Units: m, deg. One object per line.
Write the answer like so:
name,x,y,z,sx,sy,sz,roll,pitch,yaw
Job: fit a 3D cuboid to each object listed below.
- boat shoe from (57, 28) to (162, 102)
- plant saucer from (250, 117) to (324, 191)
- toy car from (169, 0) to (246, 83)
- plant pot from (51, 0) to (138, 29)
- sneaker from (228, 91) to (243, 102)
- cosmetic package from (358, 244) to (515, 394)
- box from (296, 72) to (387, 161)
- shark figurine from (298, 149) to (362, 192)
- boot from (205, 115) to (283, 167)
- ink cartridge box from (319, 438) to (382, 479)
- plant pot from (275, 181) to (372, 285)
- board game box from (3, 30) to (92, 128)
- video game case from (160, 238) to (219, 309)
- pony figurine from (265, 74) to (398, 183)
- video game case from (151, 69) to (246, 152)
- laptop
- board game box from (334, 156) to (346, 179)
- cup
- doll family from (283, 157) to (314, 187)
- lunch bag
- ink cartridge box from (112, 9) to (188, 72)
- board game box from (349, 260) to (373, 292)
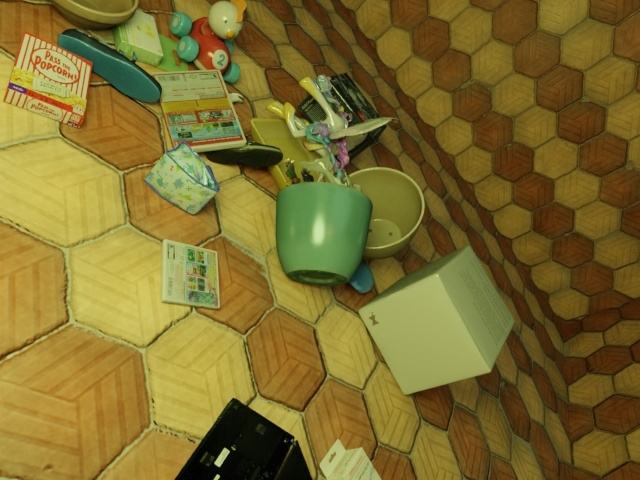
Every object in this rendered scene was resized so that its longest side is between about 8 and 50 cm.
boat shoe,-0.535,-0.471,1.069,0.258,0.109,0.089,33,38,-32
plant saucer,-0.085,-0.276,1.463,0.332,0.081,0.333,-23,82,-54
toy car,-0.326,-0.686,1.342,0.219,0.238,0.210,8,58,-53
plant pot,-0.622,-0.647,1.082,0.237,0.109,0.238,20,53,-28
sneaker,-0.311,-0.485,1.403,0.109,0.040,0.044,-6,85,-47
cosmetic package,0.411,0.263,1.419,0.393,0.329,0.328,-21,81,-53
box,0.107,-0.534,1.763,0.312,0.179,0.343,49,28,-9
shark figurine,0.049,-0.150,1.285,0.278,0.116,0.166,27,41,-54
boot,-0.241,-0.323,1.270,0.236,0.085,0.179,-1,58,-21
ink cartridge box,0.087,0.599,1.014,0.181,0.061,0.104,58,36,2
plant pot,0.000,0.000,1.196,0.293,0.293,0.235,22,65,-38
board game box,-0.621,-0.370,0.940,0.146,0.045,0.194,17,52,-42
video game case,-0.311,0.083,0.980,0.143,0.019,0.157,18,50,-41
pony figurine,0.041,-0.390,1.426,0.351,0.303,0.364,-34,94,-17
video game case,-0.356,-0.383,1.192,0.204,0.025,0.285,-13,69,-24
laptop,-0.149,0.516,0.845,0.264,0.137,0.234,30,36,6
board game box,0.036,-0.311,1.668,0.136,0.035,0.201,-14,74,-53
cup,0.203,-0.061,1.473,0.237,0.330,0.331,69,11,-58
doll family,-0.056,-0.175,1.292,0.193,0.076,0.111,12,50,-48
lunch bag,-0.340,-0.149,1.029,0.151,0.128,0.096,47,37,-12
ink cartridge box,-0.508,-0.607,1.247,0.235,0.056,0.171,3,61,-46
board game box,0.114,0.115,1.441,0.168,0.033,0.133,44,41,-7
